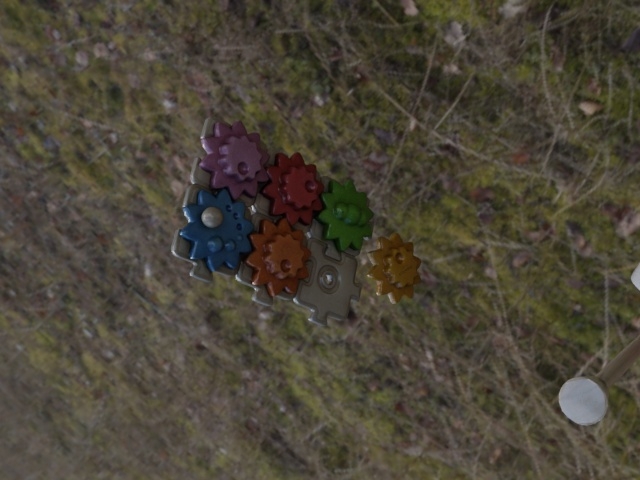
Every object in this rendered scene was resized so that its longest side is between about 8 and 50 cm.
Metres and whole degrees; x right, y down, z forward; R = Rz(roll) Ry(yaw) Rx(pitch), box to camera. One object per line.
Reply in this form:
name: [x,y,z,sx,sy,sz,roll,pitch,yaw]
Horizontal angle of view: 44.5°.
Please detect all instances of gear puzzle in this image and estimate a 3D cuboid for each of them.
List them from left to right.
gear puzzle: [0.000,0.000,0.878,0.339,0.175,0.044,25,158,-34]

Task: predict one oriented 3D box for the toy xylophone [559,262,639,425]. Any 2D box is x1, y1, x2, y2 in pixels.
toy xylophone: [0.269,0.014,0.489,0.081,0.322,0.236,37,119,28]
